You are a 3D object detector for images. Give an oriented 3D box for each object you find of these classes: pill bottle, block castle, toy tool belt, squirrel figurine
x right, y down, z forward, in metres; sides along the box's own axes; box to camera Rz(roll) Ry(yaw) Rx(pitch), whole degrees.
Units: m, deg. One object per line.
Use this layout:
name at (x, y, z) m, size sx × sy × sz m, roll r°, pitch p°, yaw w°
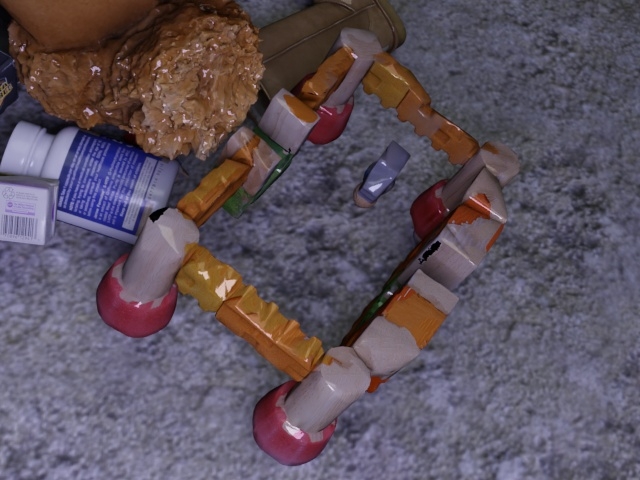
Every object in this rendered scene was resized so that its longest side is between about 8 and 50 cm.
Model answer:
pill bottle at (-0.266, -0.069, 1.239) m, size 0.186 × 0.112 × 0.112 m, roll 19°, pitch 55°, yaw -8°
block castle at (0.000, 0.000, 1.214) m, size 0.303 × 0.213 × 0.453 m, roll 39°, pitch 51°, yaw 1°
toy tool belt at (-0.201, -0.104, 1.329) m, size 0.083 × 0.052 × 0.051 m, roll 46°, pitch 25°, yaw 8°
squirrel figurine at (-0.157, -0.293, 1.173) m, size 0.370 × 0.397 × 0.281 m, roll -1°, pitch 14°, yaw 4°

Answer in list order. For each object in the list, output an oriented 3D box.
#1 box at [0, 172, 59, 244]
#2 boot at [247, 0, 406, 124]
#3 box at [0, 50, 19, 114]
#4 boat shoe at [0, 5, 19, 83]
box at (-0.444, -0.051, 1.148) m, size 0.324 × 0.067 × 0.063 m, roll 6°, pitch 13°, yaw -3°
boot at (-0.034, -0.301, 1.471) m, size 0.269 × 0.089 × 0.236 m, roll -35°, pitch 83°, yaw -32°
box at (-0.520, -0.148, 1.110) m, size 0.295 × 0.073 × 0.293 m, roll 30°, pitch 56°, yaw 11°
boat shoe at (-0.394, -0.246, 1.314) m, size 0.112 × 0.095 × 0.335 m, roll 36°, pitch 55°, yaw 4°
